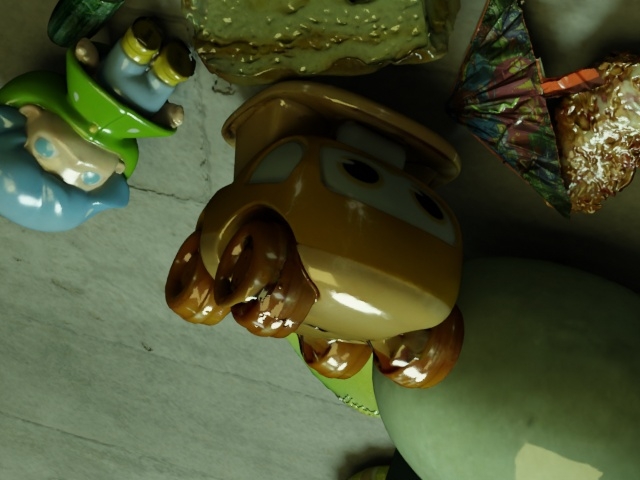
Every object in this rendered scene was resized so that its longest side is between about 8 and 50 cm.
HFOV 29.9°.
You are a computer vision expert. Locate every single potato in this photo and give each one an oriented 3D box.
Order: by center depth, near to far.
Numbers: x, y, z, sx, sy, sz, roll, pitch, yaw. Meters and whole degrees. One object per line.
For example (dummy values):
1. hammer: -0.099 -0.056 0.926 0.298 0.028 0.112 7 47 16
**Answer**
1. potato: 0.028 0.106 1.287 0.198 0.054 0.119 42 139 -8

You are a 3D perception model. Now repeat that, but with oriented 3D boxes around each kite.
1. kite: 0.160 -0.125 0.989 0.189 0.009 0.232 -3 108 56

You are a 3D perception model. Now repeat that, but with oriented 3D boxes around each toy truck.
1. toy truck: 0.000 0.000 1.022 0.204 0.211 0.288 23 166 -24

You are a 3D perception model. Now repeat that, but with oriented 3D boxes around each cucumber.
1. cucumber: -0.224 -0.211 1.116 0.048 0.048 0.105 41 136 -14

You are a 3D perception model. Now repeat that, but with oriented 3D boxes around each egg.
1. egg: 0.212 0.152 1.087 0.352 0.258 0.258 27 138 14

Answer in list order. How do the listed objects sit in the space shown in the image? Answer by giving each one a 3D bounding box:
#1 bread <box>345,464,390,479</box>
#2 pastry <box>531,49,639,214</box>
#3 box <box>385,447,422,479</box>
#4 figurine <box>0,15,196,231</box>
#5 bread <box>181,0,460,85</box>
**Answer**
1. bread: 0.106 0.356 1.448 0.213 0.105 0.213 16 134 17
2. pastry: 0.235 -0.095 0.990 0.087 0.063 0.169 35 134 1
3. box: 0.191 0.232 1.244 0.230 0.160 0.050 8 139 20
4. figurine: -0.231 -0.108 1.160 0.162 0.143 0.263 31 123 -35
5. bread: -0.001 -0.196 0.991 0.232 0.088 0.128 -3 94 25
